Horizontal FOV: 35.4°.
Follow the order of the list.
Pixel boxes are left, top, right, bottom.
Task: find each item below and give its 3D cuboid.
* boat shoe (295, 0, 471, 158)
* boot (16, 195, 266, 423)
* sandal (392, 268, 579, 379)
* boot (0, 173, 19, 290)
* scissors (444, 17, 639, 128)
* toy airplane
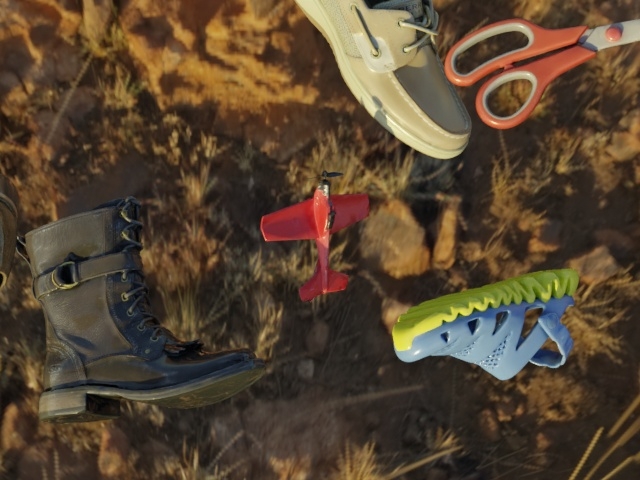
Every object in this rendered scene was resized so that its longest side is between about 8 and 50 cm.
[{"bbox_3d":[0.074,-0.226,1.087,0.109,0.098,0.302,-30,83,-47],"label":"boat shoe"},{"bbox_3d":[-0.194,0.062,1.038,0.263,0.091,0.228,-9,72,8],"label":"boot"},{"bbox_3d":[0.239,0.126,1.359,0.318,0.126,0.138,-10,89,-30],"label":"sandal"},{"bbox_3d":[-0.410,0.007,0.830,0.306,0.112,0.115,-3,55,-11],"label":"boot"},{"bbox_3d":[0.273,-0.210,1.008,0.297,0.021,0.109,-25,76,8],"label":"scissors"},{"bbox_3d":[0.000,0.000,1.041,0.028,0.151,0.151,25,64,43],"label":"toy airplane"}]
